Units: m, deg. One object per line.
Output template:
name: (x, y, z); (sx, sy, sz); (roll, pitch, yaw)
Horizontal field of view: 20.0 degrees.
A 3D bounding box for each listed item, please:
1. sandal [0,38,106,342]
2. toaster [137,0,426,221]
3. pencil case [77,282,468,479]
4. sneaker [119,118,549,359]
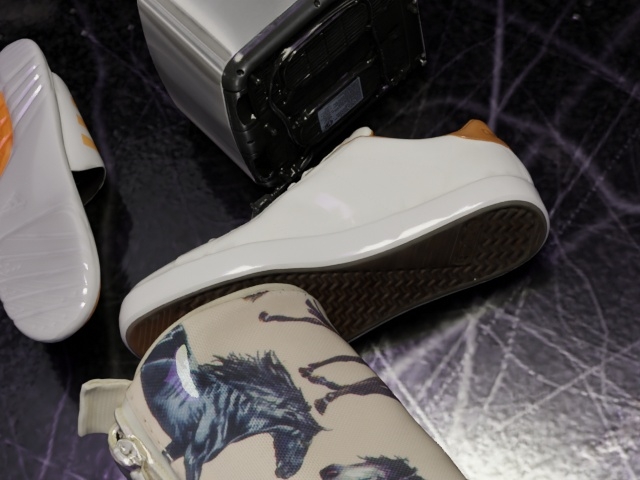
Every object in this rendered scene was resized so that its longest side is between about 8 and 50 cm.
sandal: (-0.193, -0.024, 1.266); (0.102, 0.076, 0.265); (-35, 51, 17)
toaster: (-0.026, -0.137, 1.246); (0.185, 0.168, 0.110); (-42, 64, -13)
pencil case: (0.028, 0.211, 1.040); (0.183, 0.160, 0.410); (-21, 51, -25)
sneaker: (0.000, 0.000, 1.226); (0.290, 0.106, 0.123); (-17, 47, -3)
